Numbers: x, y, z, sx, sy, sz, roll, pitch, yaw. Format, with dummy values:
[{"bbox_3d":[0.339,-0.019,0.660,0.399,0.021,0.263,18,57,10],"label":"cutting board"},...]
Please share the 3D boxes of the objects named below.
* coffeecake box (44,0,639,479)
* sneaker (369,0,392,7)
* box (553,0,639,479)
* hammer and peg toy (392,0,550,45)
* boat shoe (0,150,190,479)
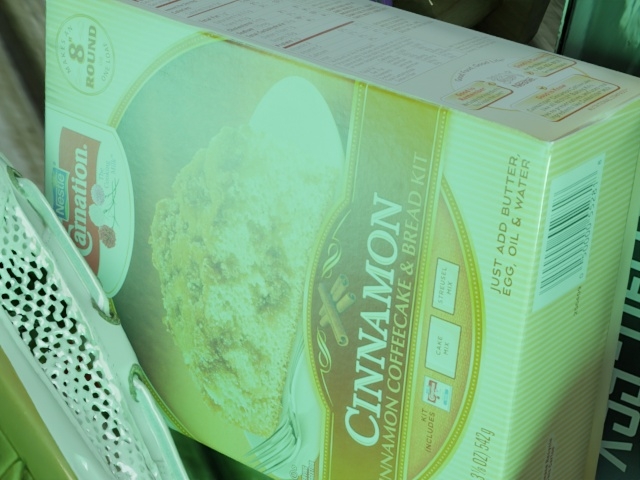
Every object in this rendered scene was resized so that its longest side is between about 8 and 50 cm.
[{"bbox_3d":[0.000,0.000,0.519,0.185,0.142,0.068,21,30,32],"label":"coffeecake box"},{"bbox_3d":[-0.009,-0.100,0.746,0.105,0.095,0.236,19,34,-28],"label":"sneaker"},{"bbox_3d":[0.172,-0.020,0.627,0.077,0.242,0.307,24,30,27],"label":"box"},{"bbox_3d":[0.076,-0.210,0.820,0.361,0.266,0.127,42,58,16],"label":"hammer and peg toy"},{"bbox_3d":[-0.114,0.026,0.509,0.096,0.098,0.277,12,43,-60],"label":"boat shoe"}]
